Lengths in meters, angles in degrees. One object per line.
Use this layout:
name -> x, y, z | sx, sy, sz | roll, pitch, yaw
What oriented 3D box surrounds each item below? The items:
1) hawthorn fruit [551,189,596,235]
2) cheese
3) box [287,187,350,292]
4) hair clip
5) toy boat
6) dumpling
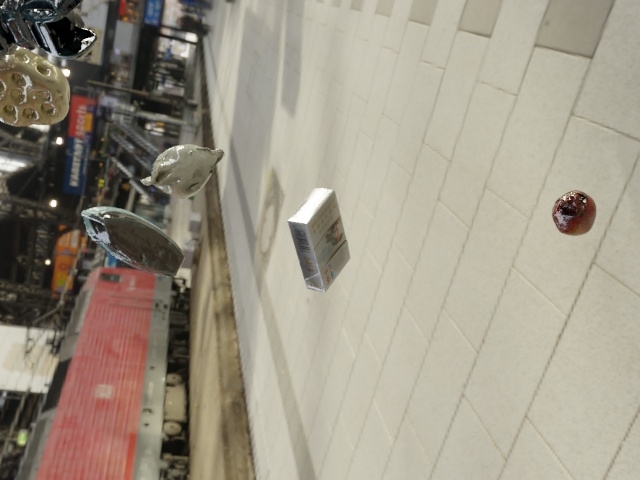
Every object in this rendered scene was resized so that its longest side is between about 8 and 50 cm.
hawthorn fruit -> 0.416, -0.046, 1.032 | 0.077, 0.077, 0.077 | -170, 90, -75
cheese -> -0.814, -0.415, 1.737 | 0.218, 0.235, 0.117 | -26, 43, 15
box -> 0.000, 0.001, 1.619 | 0.149, 0.067, 0.233 | -50, -40, -37
hair clip -> -0.642, -0.479, 1.355 | 0.194, 0.311, 0.206 | 84, -178, -46
toy boat -> -0.234, -0.001, 0.781 | 0.066, 0.140, 0.059 | 11, 71, 50
dumpling -> -0.380, -0.190, 1.742 | 0.172, 0.247, 0.142 | -1, 109, 63
